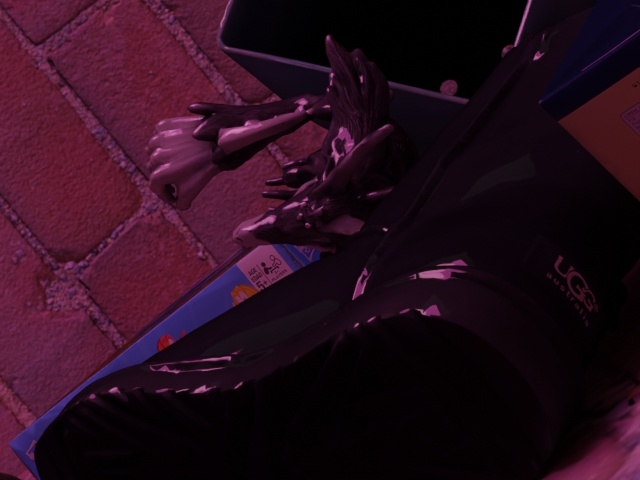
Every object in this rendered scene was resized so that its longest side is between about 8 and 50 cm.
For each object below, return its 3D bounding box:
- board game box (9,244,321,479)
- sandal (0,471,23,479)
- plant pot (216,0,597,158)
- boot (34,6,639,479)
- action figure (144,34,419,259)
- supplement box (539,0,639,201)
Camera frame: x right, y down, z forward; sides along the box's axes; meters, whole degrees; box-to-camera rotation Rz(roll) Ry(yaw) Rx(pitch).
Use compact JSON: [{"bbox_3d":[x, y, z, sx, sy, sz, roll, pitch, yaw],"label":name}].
[{"bbox_3d":[-0.047,0.051,1.286,0.308,0.086,0.302,-38,3,31],"label":"board game box"},{"bbox_3d":[-0.288,0.252,1.028,0.302,0.120,0.086,-40,-11,-7],"label":"sandal"},{"bbox_3d":[0.076,-0.126,0.987,0.166,0.165,0.234,-70,-22,-11],"label":"plant pot"},{"bbox_3d":[0.032,0.020,0.602,0.246,0.094,0.207,-27,14,44],"label":"boot"},{"bbox_3d":[0.000,0.000,0.836,0.140,0.164,0.275,-20,-6,3],"label":"action figure"},{"bbox_3d":[0.124,-0.048,0.497,0.056,0.083,0.083,-35,16,49],"label":"supplement box"}]
